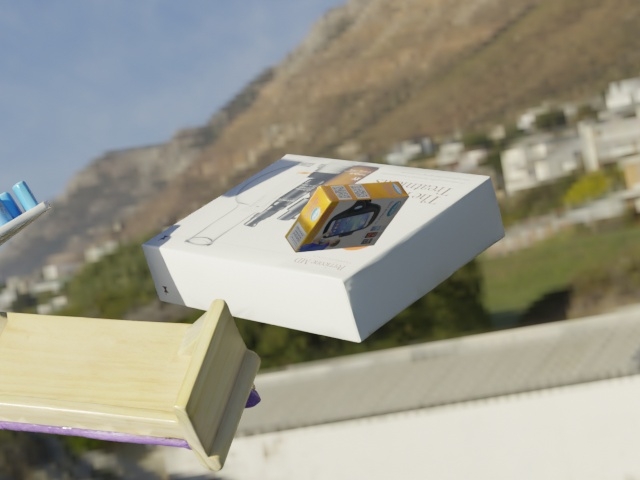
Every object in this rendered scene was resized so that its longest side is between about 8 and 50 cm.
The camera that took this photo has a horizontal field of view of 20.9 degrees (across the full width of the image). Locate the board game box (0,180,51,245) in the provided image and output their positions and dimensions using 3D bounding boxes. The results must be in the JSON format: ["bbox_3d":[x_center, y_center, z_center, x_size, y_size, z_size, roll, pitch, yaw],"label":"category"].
[{"bbox_3d":[-0.569,0.078,2.185,0.390,0.050,0.390,-35,4,-36],"label":"board game box"}]

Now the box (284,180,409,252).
[{"bbox_3d":[0.035,-0.026,1.874,0.136,0.028,0.081,-4,-40,-41],"label":"box"}]

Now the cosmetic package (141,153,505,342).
[{"bbox_3d":[0.000,0.000,2.226,0.377,0.097,0.284,8,35,45],"label":"cosmetic package"}]

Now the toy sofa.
[{"bbox_3d":[-0.258,0.166,1.933,0.363,0.150,0.177,3,-41,20],"label":"toy sofa"}]
